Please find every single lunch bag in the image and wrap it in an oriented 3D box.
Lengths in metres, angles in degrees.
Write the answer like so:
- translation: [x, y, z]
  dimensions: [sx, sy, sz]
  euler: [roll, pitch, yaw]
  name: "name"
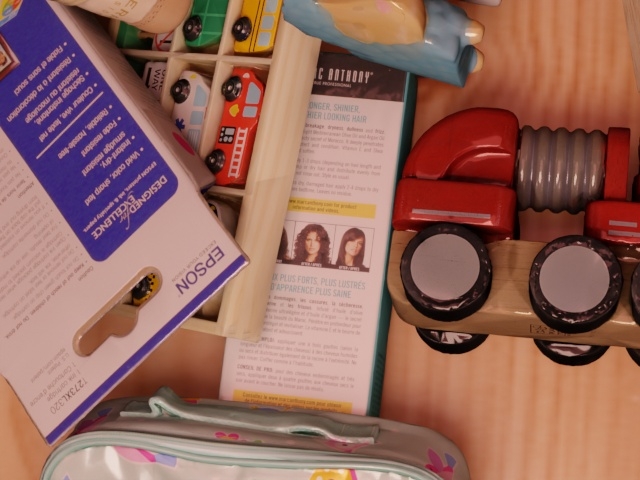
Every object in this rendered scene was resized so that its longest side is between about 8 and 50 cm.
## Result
- translation: [-0.046, 0.207, 1.197]
  dimensions: [0.279, 0.108, 0.224]
  euler: [4, 108, 8]
  name: "lunch bag"

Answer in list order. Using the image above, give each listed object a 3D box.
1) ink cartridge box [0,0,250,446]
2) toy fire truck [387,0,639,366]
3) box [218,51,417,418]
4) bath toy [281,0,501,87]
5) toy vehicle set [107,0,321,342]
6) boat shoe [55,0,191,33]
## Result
- translation: [-0.194, -0.059, 1.242]
  dimensions: [0.176, 0.069, 0.371]
  euler: [-43, 62, 12]
  name: "ink cartridge box"
- translation: [0.161, -0.057, 1.219]
  dimensions: [0.217, 0.158, 0.246]
  euler: [5, 73, 9]
  name: "toy fire truck"
- translation: [0.000, 0.000, 1.262]
  dimensions: [0.101, 0.060, 0.244]
  euler: [6, 82, 9]
  name: "box"
- translation: [0.084, -0.277, 1.218]
  dimensions: [0.129, 0.151, 0.348]
  euler: [16, 73, 8]
  name: "bath toy"
- translation: [-0.084, -0.076, 1.260]
  dimensions: [0.166, 0.035, 0.266]
  euler: [7, 84, 41]
  name: "toy vehicle set"
- translation: [-0.137, -0.289, 1.283]
  dimensions: [0.122, 0.110, 0.341]
  euler: [-25, 54, 41]
  name: "boat shoe"
